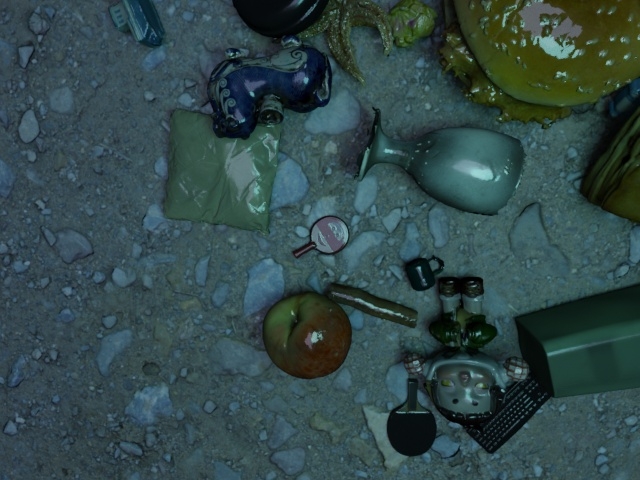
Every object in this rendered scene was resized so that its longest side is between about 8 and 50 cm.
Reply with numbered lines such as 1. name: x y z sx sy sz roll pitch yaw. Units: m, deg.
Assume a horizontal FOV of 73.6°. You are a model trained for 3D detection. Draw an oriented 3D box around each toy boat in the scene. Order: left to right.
1. toy boat: -0.453 -0.544 0.997 0.102 0.088 0.215 -20 98 11

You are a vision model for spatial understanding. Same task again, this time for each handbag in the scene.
1. handbag: -0.075 -0.598 0.924 0.253 0.093 0.308 31 100 22

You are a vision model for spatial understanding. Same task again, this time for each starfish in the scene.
1. starfish: 0.026 -0.513 0.979 0.302 0.060 0.300 9 106 17

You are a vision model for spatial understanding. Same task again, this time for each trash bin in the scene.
1. trash bin: 0.652 0.219 0.965 0.343 0.223 0.158 -12 98 9

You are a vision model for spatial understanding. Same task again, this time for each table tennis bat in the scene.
1. table tennis bat: 0.000 0.000 1.082 0.154 0.019 0.098 -30 95 5
2. table tennis bat: 0.243 0.471 1.132 0.130 0.019 0.221 0 100 3

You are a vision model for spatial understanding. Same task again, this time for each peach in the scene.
1. peach: -0.024 0.235 1.041 0.232 0.232 0.233 1 99 4

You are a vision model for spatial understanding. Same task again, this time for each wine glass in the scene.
1. wine glass: 0.260 -0.173 0.949 0.356 0.190 0.191 13 99 1

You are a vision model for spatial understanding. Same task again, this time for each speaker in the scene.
1. speaker: 0.259 0.076 1.059 0.094 0.060 0.076 -25 97 -28

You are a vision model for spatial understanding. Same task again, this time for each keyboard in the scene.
1. keyboard: 0.463 0.462 1.101 0.103 0.041 0.381 43 99 -2

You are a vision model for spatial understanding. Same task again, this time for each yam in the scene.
1. yam: 0.132 0.163 1.079 0.241 0.057 0.057 19 100 0

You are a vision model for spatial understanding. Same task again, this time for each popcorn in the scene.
1. popcorn: 0.201 -0.489 0.952 0.089 0.109 0.097 -53 129 -28

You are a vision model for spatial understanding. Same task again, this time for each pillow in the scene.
1. pillow: -0.245 -0.166 1.044 0.280 0.076 0.275 10 100 4

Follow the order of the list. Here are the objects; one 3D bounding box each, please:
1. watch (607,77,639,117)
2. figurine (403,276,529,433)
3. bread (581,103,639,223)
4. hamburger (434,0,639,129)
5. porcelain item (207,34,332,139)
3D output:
1. watch: 0.743 -0.346 0.901 0.210 0.211 0.193 21 79 1
2. figurine: 0.343 0.274 1.028 0.281 0.167 0.370 -3 90 20
3. bread: 0.733 -0.137 0.829 0.314 0.370 0.192 19 58 5
4. hamburger: 0.396 -0.387 0.834 0.445 0.268 0.287 37 103 -4
5. porcelain item: -0.115 -0.331 0.952 0.287 0.138 0.186 -5 73 7
